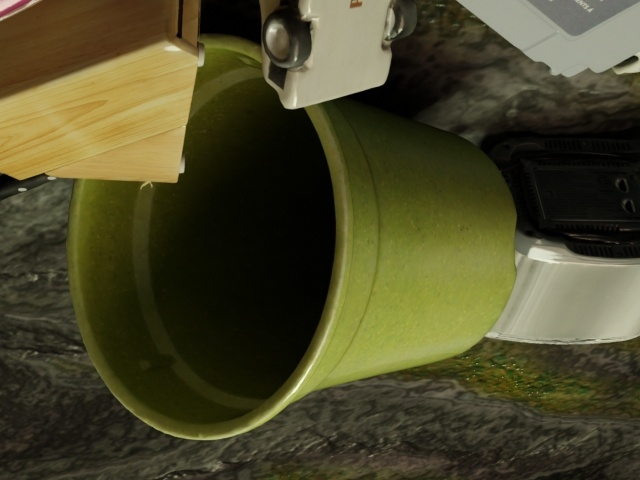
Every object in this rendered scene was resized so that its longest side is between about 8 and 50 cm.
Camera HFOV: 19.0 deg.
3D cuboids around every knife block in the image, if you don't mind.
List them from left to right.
[{"bbox_3d":[-0.200,-0.105,1.192,0.242,0.088,0.276,2,159,-8],"label":"knife block"}]

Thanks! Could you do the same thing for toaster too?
[{"bbox_3d":[0.202,0.003,1.561,0.227,0.129,0.146,0,142,-15],"label":"toaster"}]

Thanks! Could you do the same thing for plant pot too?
[{"bbox_3d":[0.000,0.000,1.385,0.254,0.276,0.276,2,145,-47],"label":"plant pot"}]

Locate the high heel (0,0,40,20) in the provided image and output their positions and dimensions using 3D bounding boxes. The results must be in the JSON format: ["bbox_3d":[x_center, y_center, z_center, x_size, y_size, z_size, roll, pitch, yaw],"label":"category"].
[{"bbox_3d":[-0.272,-0.198,1.053,0.377,0.127,0.181,-19,146,-1],"label":"high heel"}]

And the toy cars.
[{"bbox_3d":[-0.036,-0.229,1.062,0.176,0.087,0.394,-46,143,-6],"label":"toy cars"}]

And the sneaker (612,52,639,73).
[{"bbox_3d":[0.239,-0.174,1.376,0.083,0.071,0.191,-11,148,1],"label":"sneaker"}]

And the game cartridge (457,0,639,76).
[{"bbox_3d":[0.150,-0.221,1.215,0.196,0.060,0.294,-24,140,35],"label":"game cartridge"}]
